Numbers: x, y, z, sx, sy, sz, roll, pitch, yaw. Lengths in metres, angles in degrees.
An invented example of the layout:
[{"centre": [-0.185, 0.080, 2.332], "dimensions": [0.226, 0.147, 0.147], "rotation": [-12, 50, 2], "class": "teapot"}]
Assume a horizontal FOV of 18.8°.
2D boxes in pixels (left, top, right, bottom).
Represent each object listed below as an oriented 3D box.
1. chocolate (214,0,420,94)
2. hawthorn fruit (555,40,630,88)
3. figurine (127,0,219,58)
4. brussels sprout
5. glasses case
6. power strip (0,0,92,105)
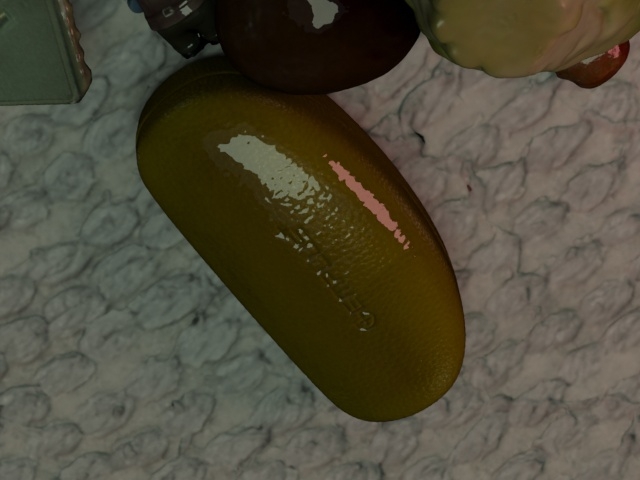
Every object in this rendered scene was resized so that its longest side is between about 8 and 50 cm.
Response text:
[{"centre": [-0.007, -0.196, 1.587], "dimensions": [0.176, 0.177, 0.177], "rotation": [-2, 117, -4], "class": "chocolate"}, {"centre": [0.243, -0.174, 1.655], "dimensions": [0.066, 0.067, 0.103], "rotation": [38, 124, -20], "class": "hawthorn fruit"}, {"centre": [-0.143, -0.237, 1.591], "dimensions": [0.114, 0.108, 0.196], "rotation": [-20, 135, 30], "class": "figurine"}, {"centre": [0.161, -0.263, 1.496], "dimensions": [0.242, 0.317, 0.273], "rotation": [-25, 151, 31], "class": "brussels sprout"}, {"centre": [0.000, 0.000, 1.687], "dimensions": [0.173, 0.141, 0.371], "rotation": [-35, 114, 12], "class": "glasses case"}, {"centre": [-0.294, -0.209, 1.593], "dimensions": [0.213, 0.064, 0.198], "rotation": [0, 121, 20], "class": "power strip"}]
